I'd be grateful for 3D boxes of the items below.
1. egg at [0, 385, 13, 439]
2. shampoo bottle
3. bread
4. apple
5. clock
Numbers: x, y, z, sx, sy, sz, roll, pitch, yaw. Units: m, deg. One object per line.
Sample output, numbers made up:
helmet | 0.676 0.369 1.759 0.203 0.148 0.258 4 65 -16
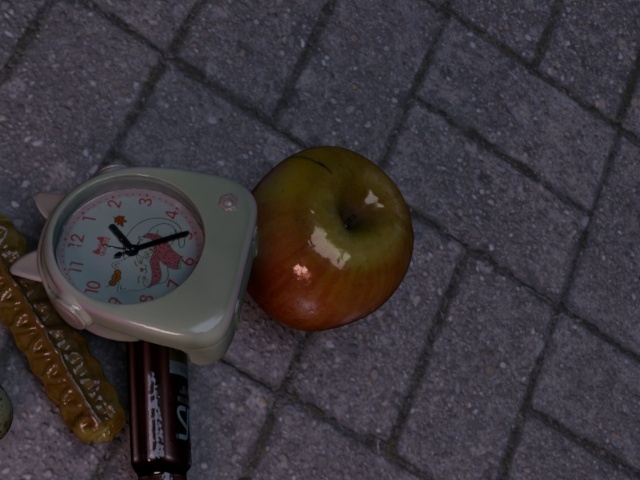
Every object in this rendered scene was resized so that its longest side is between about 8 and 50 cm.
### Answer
egg | -0.465 0.225 1.896 0.085 0.085 0.110 -22 72 -31
shampoo bottle | -0.230 0.236 1.995 0.084 0.129 0.323 -8 72 11
bread | -0.390 0.126 1.973 0.084 0.077 0.368 -31 89 -33
apple | 0.000 0.000 2.125 0.286 0.233 0.286 11 64 -24
clock | -0.258 0.021 1.948 0.324 0.109 0.265 11 60 4
